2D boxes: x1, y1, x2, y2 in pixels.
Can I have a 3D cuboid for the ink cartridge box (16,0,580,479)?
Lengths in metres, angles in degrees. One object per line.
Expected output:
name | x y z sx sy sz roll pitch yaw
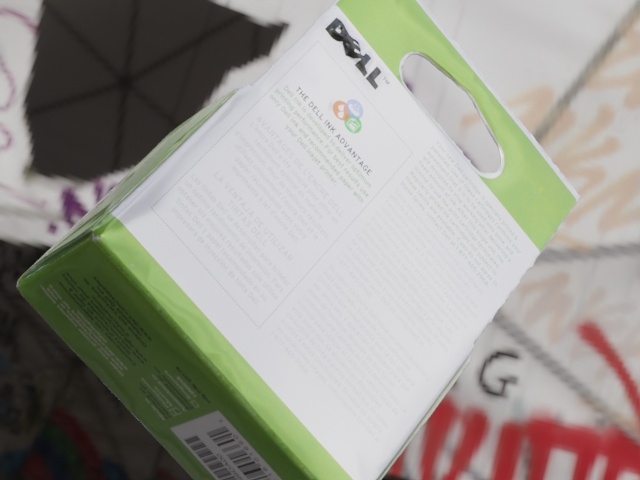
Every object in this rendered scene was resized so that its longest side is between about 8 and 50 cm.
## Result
ink cartridge box | 0.000 0.000 0.871 0.189 0.255 0.097 49 -36 -11
